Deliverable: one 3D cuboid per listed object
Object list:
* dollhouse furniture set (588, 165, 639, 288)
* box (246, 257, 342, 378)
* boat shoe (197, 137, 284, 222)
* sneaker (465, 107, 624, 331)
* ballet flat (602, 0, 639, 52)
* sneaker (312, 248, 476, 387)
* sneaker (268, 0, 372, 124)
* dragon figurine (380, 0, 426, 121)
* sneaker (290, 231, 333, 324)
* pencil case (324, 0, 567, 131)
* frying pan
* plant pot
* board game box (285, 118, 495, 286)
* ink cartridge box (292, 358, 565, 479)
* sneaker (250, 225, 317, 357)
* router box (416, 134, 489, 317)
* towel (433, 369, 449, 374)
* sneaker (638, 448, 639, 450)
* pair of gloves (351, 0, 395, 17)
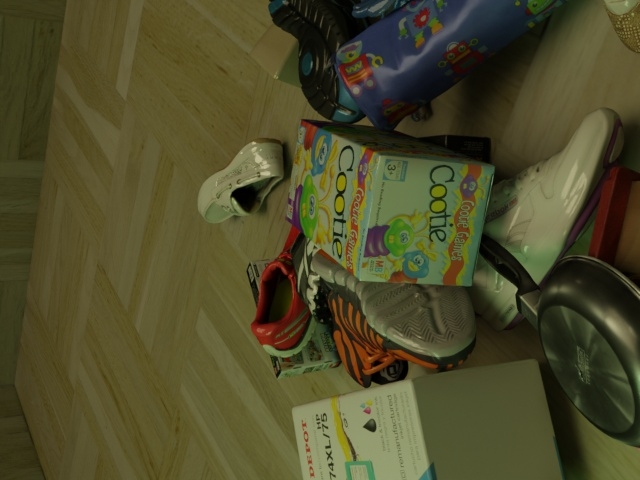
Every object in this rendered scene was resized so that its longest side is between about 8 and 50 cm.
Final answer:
[{"bbox_3d":[0.401,-0.116,0.751,0.201,0.152,0.374,6,79,58],"label":"dollhouse furniture set"},{"bbox_3d":[-0.046,0.126,1.439,0.036,0.114,0.207,119,139,-55],"label":"box"},{"bbox_3d":[-0.157,-0.090,1.624,0.277,0.098,0.096,-41,56,48],"label":"boat shoe"},{"bbox_3d":[0.229,-0.032,0.972,0.152,0.114,0.305,37,125,17],"label":"sneaker"},{"bbox_3d":[0.322,-0.305,0.902,0.073,0.067,0.206,-11,82,56],"label":"ballet flat"},{"bbox_3d":[0.104,0.121,1.076,0.321,0.124,0.180,39,147,61],"label":"sneaker"},{"bbox_3d":[0.032,-0.303,1.266,0.125,0.139,0.341,-58,38,40],"label":"sneaker"},{"bbox_3d":[0.139,-0.313,1.169,0.144,0.085,0.289,8,99,57],"label":"dragon figurine"},{"bbox_3d":[0.000,0.000,1.249,0.106,0.078,0.234,32,121,49],"label":"sneaker"},{"bbox_3d":[0.156,-0.262,1.019,0.306,0.119,0.133,-34,52,25],"label":"pencil case"},{"bbox_3d":[0.232,0.062,0.808,0.326,0.053,0.197,55,162,32],"label":"frying pan"},{"bbox_3d":[-0.037,-0.324,1.435,0.109,0.109,0.096,51,120,44],"label":"plant pot"},{"bbox_3d":[0.070,-0.054,1.028,0.275,0.142,0.144,-142,59,-65],"label":"board game box"},{"bbox_3d":[0.124,0.271,1.028,0.270,0.197,0.198,-29,68,55],"label":"ink cartridge box"},{"bbox_3d":[-0.037,0.048,1.354,0.107,0.118,0.279,3,64,29],"label":"sneaker"},{"bbox_3d":[0.110,-0.022,1.226,0.308,0.081,0.243,5,95,57],"label":"router box"},{"bbox_3d":[0.176,0.400,1.177,0.271,0.040,0.370,51,133,44],"label":"towel"},{"bbox_3d":[0.383,0.175,0.802,0.252,0.103,0.111,42,121,41],"label":"sneaker"},{"bbox_3d":[0.120,-0.347,1.060,0.159,0.023,0.198,-20,31,46],"label":"pair of gloves"}]
